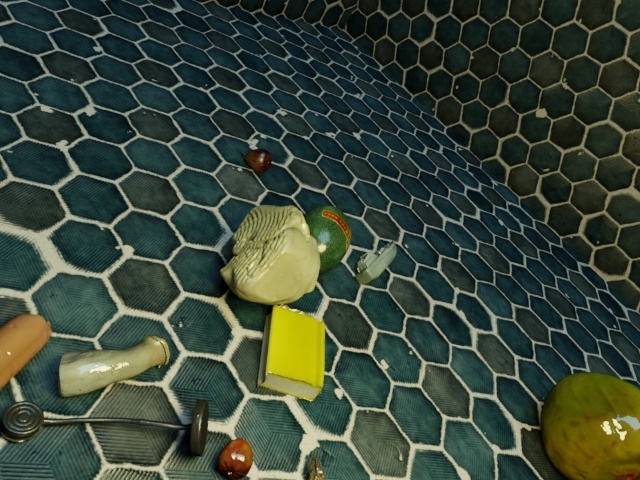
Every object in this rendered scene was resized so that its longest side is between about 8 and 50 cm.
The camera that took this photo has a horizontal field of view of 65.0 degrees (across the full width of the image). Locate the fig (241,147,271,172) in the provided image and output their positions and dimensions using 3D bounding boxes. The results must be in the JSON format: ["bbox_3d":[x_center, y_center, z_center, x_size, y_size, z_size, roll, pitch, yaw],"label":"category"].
[{"bbox_3d":[-0.238,-0.292,1.787,0.125,0.089,0.089,16,33,17],"label":"fig"}]

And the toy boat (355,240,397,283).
[{"bbox_3d":[0.196,0.060,1.713,0.085,0.078,0.260,52,40,-1],"label":"toy boat"}]

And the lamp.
[{"bbox_3d":[-0.380,0.326,0.944,0.371,0.109,0.130,20,35,-18],"label":"lamp"}]

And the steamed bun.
[{"bbox_3d":[-0.121,0.053,1.346,0.203,0.276,0.289,51,-12,-32],"label":"steamed bun"}]

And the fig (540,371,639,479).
[{"bbox_3d":[0.812,0.539,1.464,0.343,0.343,0.343,21,38,-18],"label":"fig"}]

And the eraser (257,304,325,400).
[{"bbox_3d":[-0.068,0.279,1.272,0.157,0.069,0.226,19,39,-15],"label":"eraser"}]

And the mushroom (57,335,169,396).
[{"bbox_3d":[-0.416,0.251,1.025,0.223,0.092,0.081,-9,98,-39],"label":"mushroom"}]

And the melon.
[{"bbox_3d":[0.000,0.000,1.542,0.182,0.182,0.288,33,38,-2],"label":"melon"}]

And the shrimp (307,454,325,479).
[{"bbox_3d":[-0.040,0.552,1.000,0.143,0.052,0.251,20,39,-14],"label":"shrimp"}]

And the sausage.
[{"bbox_3d":[-0.602,0.237,0.895,0.086,0.086,0.289,31,38,-4],"label":"sausage"}]

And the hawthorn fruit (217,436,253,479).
[{"bbox_3d":[-0.171,0.440,1.013,0.077,0.077,0.077,21,38,-18],"label":"hawthorn fruit"}]
